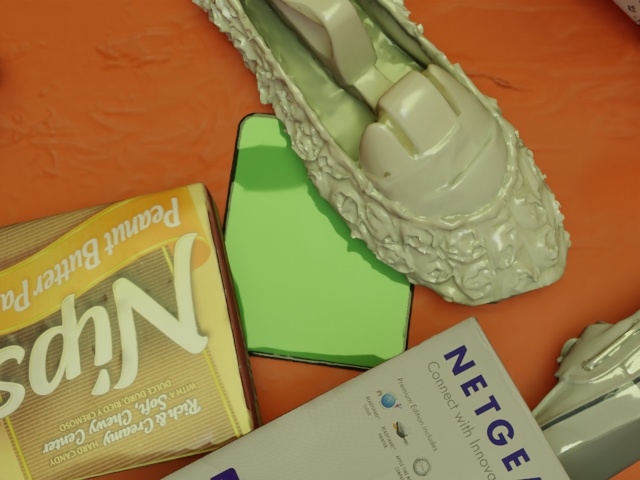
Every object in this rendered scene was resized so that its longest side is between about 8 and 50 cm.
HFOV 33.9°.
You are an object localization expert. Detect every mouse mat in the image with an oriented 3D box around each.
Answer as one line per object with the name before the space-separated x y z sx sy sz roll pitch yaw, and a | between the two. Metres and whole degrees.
mouse mat | 0.000 0.000 0.804 0.152 0.007 0.190 8 80 0

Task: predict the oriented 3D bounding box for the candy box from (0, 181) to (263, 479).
candy box | -0.213 0.086 0.745 0.316 0.087 0.183 -12 81 -2

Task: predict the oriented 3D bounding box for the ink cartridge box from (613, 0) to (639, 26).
ink cartridge box | 0.311 -0.244 0.718 0.270 0.197 0.198 39 82 -13

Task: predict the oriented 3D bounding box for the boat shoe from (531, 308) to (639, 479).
boat shoe | 0.215 0.097 0.752 0.267 0.096 0.088 -37 52 7

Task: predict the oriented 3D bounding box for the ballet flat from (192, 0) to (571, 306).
ballet flat | 0.024 -0.116 0.755 0.147 0.147 0.409 -41 83 -6

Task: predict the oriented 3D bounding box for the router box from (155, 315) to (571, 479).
router box | 0.042 0.260 0.630 0.301 0.082 0.335 -28 64 0
